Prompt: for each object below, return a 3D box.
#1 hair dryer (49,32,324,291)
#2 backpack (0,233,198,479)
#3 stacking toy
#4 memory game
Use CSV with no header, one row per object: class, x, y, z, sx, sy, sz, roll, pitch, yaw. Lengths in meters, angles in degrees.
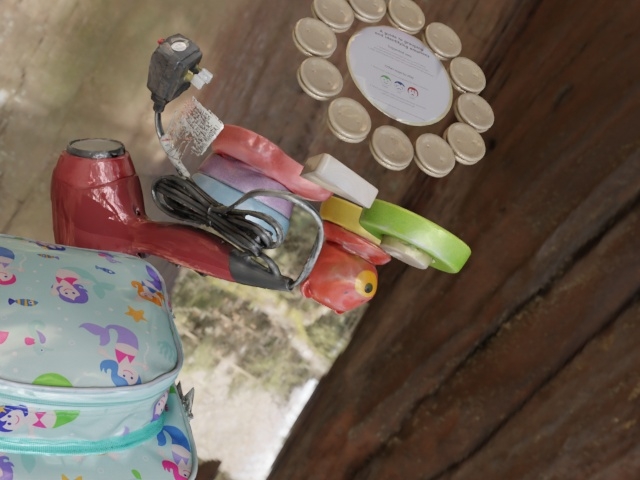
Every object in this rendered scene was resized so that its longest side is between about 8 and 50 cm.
hair dryer,-0.146,-0.002,0.739,0.080,0.224,0.293,-16,158,-48
backpack,-0.197,0.119,0.587,0.191,0.225,0.253,-62,-147,29
stacking toy,0.000,0.000,1.013,0.279,0.309,0.130,20,-98,58
memory game,0.061,-0.131,0.708,0.186,0.186,0.012,-55,-175,-38
